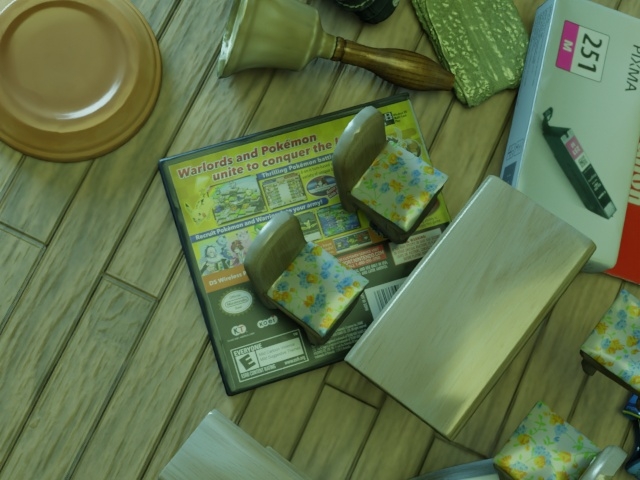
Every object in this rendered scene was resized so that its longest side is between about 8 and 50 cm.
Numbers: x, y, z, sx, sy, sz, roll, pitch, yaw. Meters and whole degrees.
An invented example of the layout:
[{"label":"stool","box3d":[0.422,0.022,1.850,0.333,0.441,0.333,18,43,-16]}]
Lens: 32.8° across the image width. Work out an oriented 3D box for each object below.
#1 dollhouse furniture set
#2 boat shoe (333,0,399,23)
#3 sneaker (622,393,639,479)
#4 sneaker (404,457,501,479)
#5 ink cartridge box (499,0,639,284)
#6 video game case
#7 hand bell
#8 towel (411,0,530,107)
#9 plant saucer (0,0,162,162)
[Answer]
[{"label":"dollhouse furniture set","box3d":[0.077,0.111,0.914,0.362,0.256,0.394,36,78,16]},{"label":"boat shoe","box3d":[0.060,-0.381,1.173,0.114,0.091,0.303,7,77,34]},{"label":"sneaker","box3d":[0.363,0.150,1.124,0.082,0.069,0.209,15,78,-1]},{"label":"sneaker","box3d":[0.121,0.312,1.046,0.292,0.108,0.169,-16,84,-1]},{"label":"ink cartridge box","box3d":[0.320,-0.098,1.156,0.238,0.060,0.275,16,78,-11]},{"label":"video game case","box3d":[0.000,0.000,1.117,0.274,0.035,0.248,-16,82,-10]},{"label":"hand bell","box3d":[0.025,-0.195,1.129,0.241,0.126,0.126,15,77,-14]},{"label":"towel","box3d":[0.171,-0.226,1.189,0.110,0.027,0.148,-23,83,-12]},{"label":"plant saucer","box3d":[-0.262,-0.180,1.113,0.199,0.037,0.200,2,79,-9]}]
